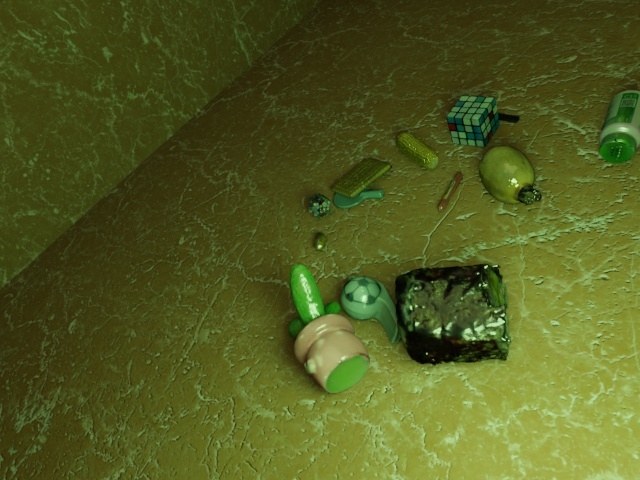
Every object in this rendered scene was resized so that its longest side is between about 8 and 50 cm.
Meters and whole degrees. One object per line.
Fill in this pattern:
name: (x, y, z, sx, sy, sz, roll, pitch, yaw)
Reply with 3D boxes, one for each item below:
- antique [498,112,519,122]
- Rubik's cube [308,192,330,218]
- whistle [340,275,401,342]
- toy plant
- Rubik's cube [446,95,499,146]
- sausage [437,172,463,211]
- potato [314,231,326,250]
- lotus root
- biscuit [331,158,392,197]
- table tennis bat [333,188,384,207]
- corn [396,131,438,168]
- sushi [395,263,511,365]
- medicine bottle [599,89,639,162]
antique: (0.775, -0.542, 2.120, 0.031, 0.015, 0.192, -47, 44, -16)
Rubik's cube: (-0.004, -0.151, 2.115, 0.111, 0.111, 0.093, -49, 18, -20)
whistle: (0.154, 0.217, 1.626, 0.163, 0.164, 0.290, -28, 41, 2)
toy plant: (0.006, 0.289, 1.555, 0.210, 0.317, 0.356, -12, 40, -18)
Rubik's cube: (0.649, -0.507, 2.057, 0.155, 0.151, 0.154, 18, 61, 39)
sausage: (0.514, -0.193, 1.914, 0.029, 0.029, 0.223, 13, 57, 37)
potato: (0.000, 0.000, 2.003, 0.046, 0.045, 0.092, -45, 24, 41)
lotus root: (0.682, -0.220, 1.734, 0.182, 0.183, 0.310, -24, 42, 6)
biscuit: (0.181, -0.285, 2.164, 0.254, 0.029, 0.172, -39, 33, -17)
table tennis bat: (0.165, -0.197, 2.109, 0.244, 0.040, 0.153, 0, 47, 33)
corn: (0.420, -0.396, 2.121, 0.091, 0.091, 0.260, -60, 39, 19)
sushi: (0.391, 0.213, 1.401, 0.294, 0.299, 0.282, -12, 72, 23)
medicine bottle: (1.080, -0.402, 1.726, 0.133, 0.133, 0.274, 9, 54, 35)
